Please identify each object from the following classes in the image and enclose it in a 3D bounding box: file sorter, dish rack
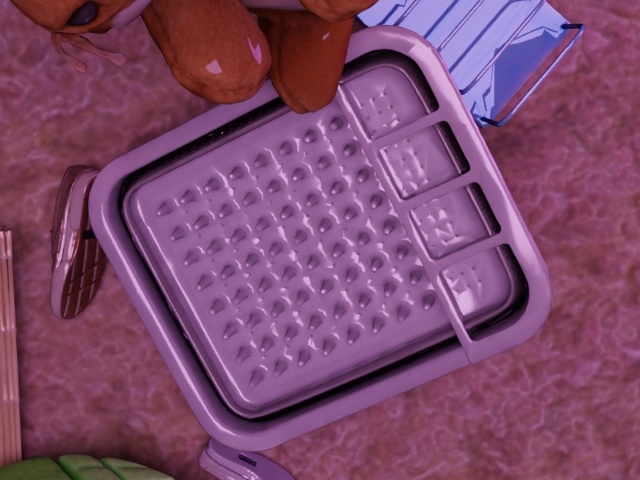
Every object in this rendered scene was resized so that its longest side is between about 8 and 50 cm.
[{"bbox_3d":[0.119,-0.191,1.193,0.170,0.104,0.118,40,94,-7],"label":"file sorter"},{"bbox_3d":[0.000,0.000,1.199,0.333,0.072,0.285,-25,99,17],"label":"dish rack"}]

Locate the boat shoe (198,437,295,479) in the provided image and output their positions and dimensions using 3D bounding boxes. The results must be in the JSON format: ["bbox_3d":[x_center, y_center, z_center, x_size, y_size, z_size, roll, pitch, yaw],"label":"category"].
[{"bbox_3d":[-0.064,0.213,1.279,0.100,0.035,0.035,30,123,-10],"label":"boat shoe"}]

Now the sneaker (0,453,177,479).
[{"bbox_3d":[-0.297,0.344,1.226,0.482,0.185,0.202,-27,131,5],"label":"sneaker"}]

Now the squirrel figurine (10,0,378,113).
[{"bbox_3d":[-0.112,-0.282,0.929,0.370,0.281,0.397,-12,79,-42],"label":"squirrel figurine"}]

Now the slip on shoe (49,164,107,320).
[{"bbox_3d":[-0.215,0.001,1.237,0.041,0.051,0.135,21,108,34],"label":"slip on shoe"}]

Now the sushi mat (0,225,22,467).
[{"bbox_3d":[-0.336,0.142,1.240,0.151,0.019,0.317,0,106,-4],"label":"sushi mat"}]
